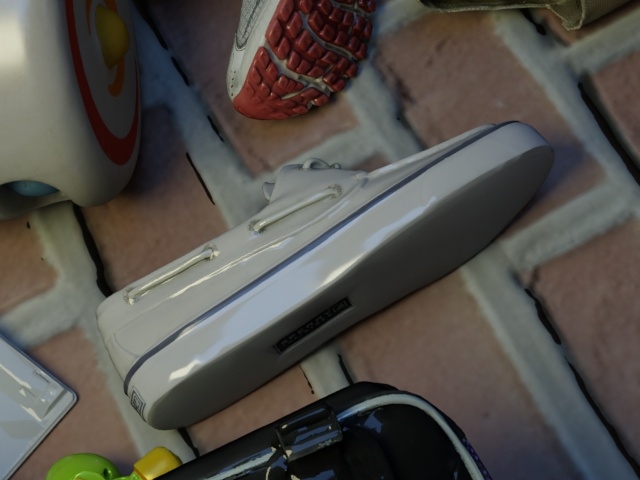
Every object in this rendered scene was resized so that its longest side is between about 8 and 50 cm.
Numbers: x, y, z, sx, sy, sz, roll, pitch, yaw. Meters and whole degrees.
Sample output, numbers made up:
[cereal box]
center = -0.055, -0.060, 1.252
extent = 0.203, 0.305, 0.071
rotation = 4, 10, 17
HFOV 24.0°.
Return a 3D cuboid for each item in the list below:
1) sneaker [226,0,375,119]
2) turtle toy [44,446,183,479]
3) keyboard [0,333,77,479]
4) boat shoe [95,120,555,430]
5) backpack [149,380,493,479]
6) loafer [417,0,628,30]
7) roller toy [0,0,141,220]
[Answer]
[sneaker]
center = -0.015, -0.171, 0.941
extent = 0.093, 0.088, 0.225
rotation = -1, 59, 32
[turtle toy]
center = -0.099, 0.156, 0.771
extent = 0.095, 0.066, 0.130
rotation = -38, 62, -14
[keyboard]
center = -0.259, 0.042, 0.870
extent = 0.256, 0.014, 0.072
rotation = 36, 78, 15
[boat shoe]
center = 0.000, 0.000, 0.831
extent = 0.267, 0.096, 0.088
rotation = -34, 66, -1
[backpack]
center = -0.005, 0.210, 0.640
extent = 0.225, 0.191, 0.253
rotation = -25, 86, -10
[loafer]
center = 0.169, -0.175, 0.897
extent = 0.269, 0.102, 0.092
rotation = -2, 65, 14
[roller toy]
center = -0.181, -0.110, 0.861
extent = 0.146, 0.191, 0.209
rotation = -7, 40, 7
